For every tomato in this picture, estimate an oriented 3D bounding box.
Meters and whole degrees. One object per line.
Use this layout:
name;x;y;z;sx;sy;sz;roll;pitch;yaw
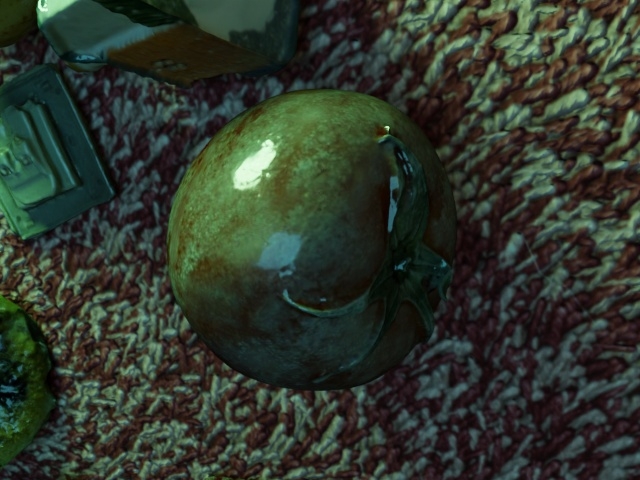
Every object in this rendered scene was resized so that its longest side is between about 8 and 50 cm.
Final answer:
tomato;0.000;0.000;0.698;0.282;0.316;0.317;16;110;38

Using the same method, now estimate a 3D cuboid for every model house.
model house;-0.212;-0.286;0.747;0.301;0.271;0.190;-7;80;40

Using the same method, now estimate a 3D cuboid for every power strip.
power strip;-0.407;-0.117;0.920;0.198;0.064;0.213;-23;98;23

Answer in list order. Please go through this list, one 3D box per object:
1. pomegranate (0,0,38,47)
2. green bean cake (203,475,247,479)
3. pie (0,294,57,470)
pomegranate;-0.439;-0.336;0.787;0.248;0.248;0.248;4;105;16
green bean cake;-0.118;0.420;0.979;0.135;0.056;0.136;0;104;15
pie;-0.582;0.246;0.999;0.371;0.078;0.296;-27;114;-11
